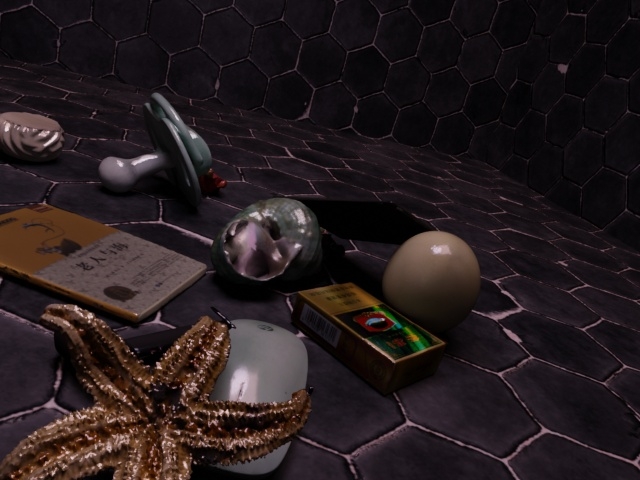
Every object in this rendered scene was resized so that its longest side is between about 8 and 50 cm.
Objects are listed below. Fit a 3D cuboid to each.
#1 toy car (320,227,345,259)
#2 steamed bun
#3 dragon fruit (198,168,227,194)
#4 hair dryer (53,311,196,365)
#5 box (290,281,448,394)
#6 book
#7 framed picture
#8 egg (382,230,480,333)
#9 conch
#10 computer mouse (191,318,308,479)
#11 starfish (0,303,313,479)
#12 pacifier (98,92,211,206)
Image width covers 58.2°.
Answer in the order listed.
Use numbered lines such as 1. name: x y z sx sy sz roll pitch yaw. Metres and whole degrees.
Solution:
1. toy car: 0.000 0.000 1.418 0.073 0.054 0.143 2 24 -37
2. steamed bun: -0.753 -0.261 1.483 0.183 0.106 0.183 17 20 -7
3. dragon fruit: -0.321 -0.166 1.603 0.126 0.068 0.112 30 -4 45
4. hair dryer: -0.254 0.141 0.851 0.114 0.070 0.248 28 20 30
5. box: 0.082 0.163 1.027 0.240 0.071 0.159 32 23 37
6. book: -0.436 0.029 1.055 0.389 0.032 0.269 19 19 8
7. framed picture: 0.092 -0.039 1.236 0.339 0.014 0.255 6 -16 45
8. egg: 0.215 0.080 1.114 0.186 0.241 0.185 4 54 -6
9. conch: -0.096 0.009 1.180 0.277 0.195 0.220 28 27 -43
10. computer mouse: -0.098 0.191 0.784 0.160 0.096 0.288 18 19 1
11. starfish: -0.180 0.179 0.630 0.312 0.113 0.303 30 48 2
12. pacifier: -0.428 -0.213 1.449 0.269 0.288 0.343 -27 35 -24
